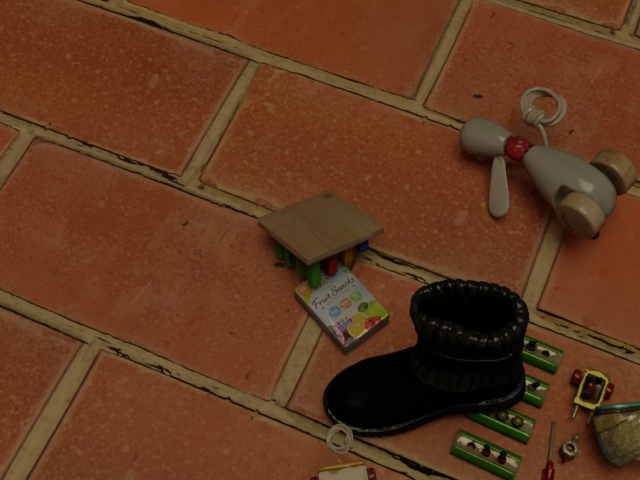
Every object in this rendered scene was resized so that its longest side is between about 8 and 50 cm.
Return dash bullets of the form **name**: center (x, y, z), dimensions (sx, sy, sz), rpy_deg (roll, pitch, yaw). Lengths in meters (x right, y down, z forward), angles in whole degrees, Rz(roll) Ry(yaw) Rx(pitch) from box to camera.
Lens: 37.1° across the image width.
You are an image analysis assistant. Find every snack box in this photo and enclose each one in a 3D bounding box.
- **snack box**: center (0.037, 0.113, 1.648), dimensions (0.100, 0.037, 0.141), rpy_deg (-35, 66, -18)

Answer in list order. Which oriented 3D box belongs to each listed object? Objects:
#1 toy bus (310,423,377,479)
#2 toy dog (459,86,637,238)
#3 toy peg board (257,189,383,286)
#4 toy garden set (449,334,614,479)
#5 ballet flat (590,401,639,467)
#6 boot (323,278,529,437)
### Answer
- **toy bus**: center (0.041, 0.417, 1.448), dimensions (0.191, 0.104, 0.202), rpy_deg (35, 72, 11)
- **toy dog**: center (0.411, -0.107, 1.729), dimensions (0.220, 0.161, 0.334), rpy_deg (-26, 50, -10)
- **toy peg board**: center (0.000, 0.000, 1.677), dimensions (0.160, 0.079, 0.161), rpy_deg (-23, 39, -27)
- **toy garden set**: center (0.353, 0.276, 1.554), dimensions (0.203, 0.049, 0.244), rpy_deg (23, 64, 12)
- **ballet flat**: center (0.603, 0.291, 1.513), dimensions (0.348, 0.123, 0.123), rpy_deg (-9, 62, -6)
- **boot**: center (0.151, 0.181, 1.470), dimensions (0.347, 0.260, 0.131), rpy_deg (-14, 57, 7)
